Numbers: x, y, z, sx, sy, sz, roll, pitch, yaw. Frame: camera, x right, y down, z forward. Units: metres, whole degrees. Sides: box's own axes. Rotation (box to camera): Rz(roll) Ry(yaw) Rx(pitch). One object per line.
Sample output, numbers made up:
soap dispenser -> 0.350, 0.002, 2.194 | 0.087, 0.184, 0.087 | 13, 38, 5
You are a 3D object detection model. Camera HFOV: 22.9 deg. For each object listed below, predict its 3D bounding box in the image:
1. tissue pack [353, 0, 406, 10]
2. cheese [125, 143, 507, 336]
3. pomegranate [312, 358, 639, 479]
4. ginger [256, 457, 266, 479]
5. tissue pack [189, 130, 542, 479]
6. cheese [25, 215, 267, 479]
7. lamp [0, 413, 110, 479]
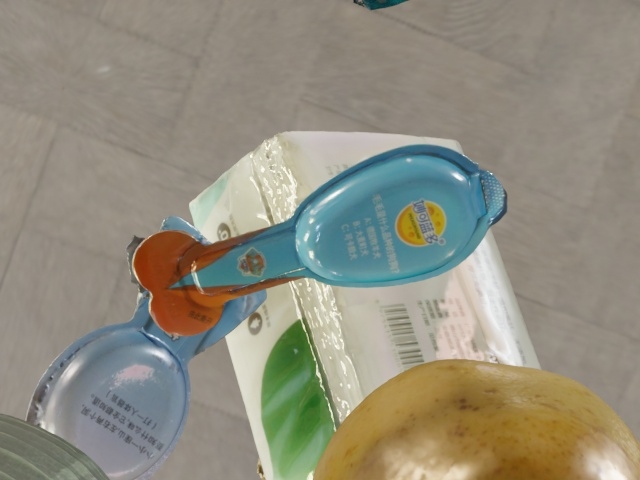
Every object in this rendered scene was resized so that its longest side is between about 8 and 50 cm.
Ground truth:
tissue pack -> 0.109, -0.242, 0.809 | 0.271, 0.192, 0.134 | -15, 71, 17
cheese -> 0.000, 0.000, 1.047 | 0.256, 0.037, 0.106 | -15, 121, 0
pomegranate -> 0.130, 0.223, 1.148 | 0.307, 0.307, 0.307 | -1, 96, -9
ginger -> 0.012, 0.222, 1.830 | 0.122, 0.290, 0.084 | 49, 123, -2
tissue pack -> 0.056, 0.087, 1.540 | 0.266, 0.194, 0.356 | 0, 63, -40
cheese -> -0.146, 0.107, 1.247 | 0.135, 0.052, 0.244 | 41, 78, -33
lamp -> -0.230, 0.213, 0.889 | 0.265, 0.233, 0.233 | -5, 97, 15
